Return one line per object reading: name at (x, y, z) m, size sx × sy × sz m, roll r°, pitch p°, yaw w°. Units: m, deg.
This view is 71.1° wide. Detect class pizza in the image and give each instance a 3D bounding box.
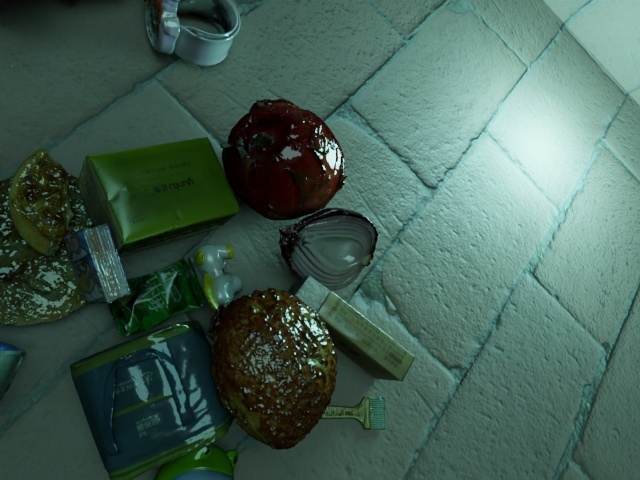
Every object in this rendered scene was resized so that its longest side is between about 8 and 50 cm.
pizza at (-0.588, -0.086, 0.943) m, size 0.127 × 0.058 × 0.246 m, roll 5°, pitch 70°, yaw -19°

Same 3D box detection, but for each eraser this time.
eraser at (0.065, 0.225, 1.130) m, size 0.343 × 0.144 × 0.078 m, roll 38°, pitch 66°, yaw -7°

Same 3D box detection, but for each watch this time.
watch at (-0.338, -0.615, 1.194) m, size 0.232 × 0.196 × 0.243 m, roll -10°, pitch 75°, yaw -31°

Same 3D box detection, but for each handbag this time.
handbag at (-0.328, 0.309, 0.897) m, size 0.263 × 0.222 × 0.240 m, roll -23°, pitch 82°, yaw -11°

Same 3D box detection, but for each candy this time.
candy at (-0.372, 0.127, 1.017) m, size 0.203 × 0.078 × 0.141 m, roll -20°, pitch 70°, yaw -23°

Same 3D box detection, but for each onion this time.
onion at (0.000, 0.000, 1.142) m, size 0.284 × 0.120 × 0.227 m, roll 21°, pitch 106°, yaw -35°

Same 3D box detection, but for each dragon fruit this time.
dragon fruit at (-0.086, -0.191, 1.094) m, size 0.296 × 0.301 × 0.295 m, roll -4°, pitch 73°, yaw 13°

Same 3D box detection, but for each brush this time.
brush at (0.068, 0.440, 1.142) m, size 0.218 × 0.010 × 0.082 m, roll 8°, pitch 73°, yaw -18°

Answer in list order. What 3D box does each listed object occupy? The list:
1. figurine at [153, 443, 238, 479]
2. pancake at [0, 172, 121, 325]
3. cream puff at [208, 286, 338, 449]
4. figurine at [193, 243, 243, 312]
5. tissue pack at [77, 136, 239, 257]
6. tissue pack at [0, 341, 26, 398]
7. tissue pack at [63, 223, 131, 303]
figurine at (-0.281, 0.530, 0.906) m, size 0.263 × 0.143 × 0.162 m, roll -52°, pitch 125°, yaw -8°
pancake at (-0.611, 0.016, 0.964) m, size 0.357 × 0.065 × 0.355 m, roll 7°, pitch 67°, yaw -18°
cream puff at (-0.081, 0.258, 0.968) m, size 0.229 × 0.350 × 0.350 m, roll -20°, pitch 82°, yaw 6°
figurine at (-0.244, 0.095, 1.058) m, size 0.109 × 0.130 × 0.177 m, roll -20°, pitch 91°, yaw 13°
tissue pack at (-0.361, -0.099, 1.013) m, size 0.275 × 0.167 × 0.200 m, roll -21°, pitch 86°, yaw -38°
tissue pack at (-0.710, 0.214, 0.791) m, size 0.264 × 0.198 × 0.146 m, roll 22°, pitch 69°, yaw -14°
tissue pack at (-0.459, 0.051, 0.918) m, size 0.065 × 0.116 × 0.155 m, roll -25°, pitch 103°, yaw -47°
